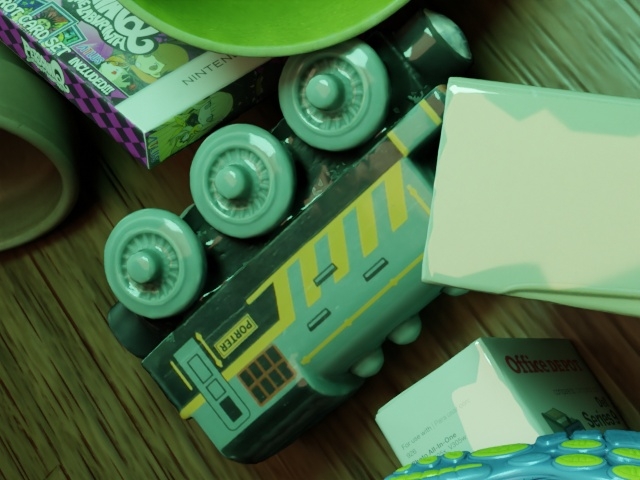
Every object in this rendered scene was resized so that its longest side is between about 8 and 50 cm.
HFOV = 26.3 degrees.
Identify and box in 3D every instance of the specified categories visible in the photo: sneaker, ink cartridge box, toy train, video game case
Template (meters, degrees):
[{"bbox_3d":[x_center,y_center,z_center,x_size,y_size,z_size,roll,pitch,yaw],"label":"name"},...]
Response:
[{"bbox_3d":[0.119,0.146,0.718,0.188,0.067,0.078,-11,99,22],"label":"sneaker"},{"bbox_3d":[0.146,0.166,0.818,0.093,0.154,0.212,-41,67,20],"label":"ink cartridge box"},{"bbox_3d":[0.000,0.000,0.939,0.334,0.142,0.190,-42,80,20],"label":"toy train"},{"bbox_3d":[-0.115,-0.173,0.986,0.232,0.210,0.042,40,148,28],"label":"video game case"}]

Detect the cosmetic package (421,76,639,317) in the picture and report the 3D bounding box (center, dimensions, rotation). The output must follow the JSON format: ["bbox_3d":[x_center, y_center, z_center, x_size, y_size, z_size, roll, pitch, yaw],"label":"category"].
[{"bbox_3d":[0.223,-0.010,0.732,0.309,0.160,0.113,8,93,16],"label":"cosmetic package"}]

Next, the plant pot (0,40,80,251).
[{"bbox_3d":[-0.325,-0.138,1.097,0.263,0.263,0.229,-22,59,29],"label":"plant pot"}]

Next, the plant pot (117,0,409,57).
[{"bbox_3d":[-0.067,-0.293,0.909,0.275,0.274,0.293,-62,26,13],"label":"plant pot"}]
